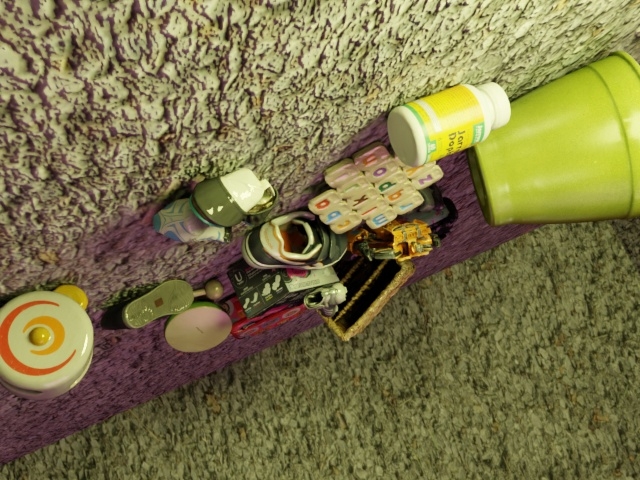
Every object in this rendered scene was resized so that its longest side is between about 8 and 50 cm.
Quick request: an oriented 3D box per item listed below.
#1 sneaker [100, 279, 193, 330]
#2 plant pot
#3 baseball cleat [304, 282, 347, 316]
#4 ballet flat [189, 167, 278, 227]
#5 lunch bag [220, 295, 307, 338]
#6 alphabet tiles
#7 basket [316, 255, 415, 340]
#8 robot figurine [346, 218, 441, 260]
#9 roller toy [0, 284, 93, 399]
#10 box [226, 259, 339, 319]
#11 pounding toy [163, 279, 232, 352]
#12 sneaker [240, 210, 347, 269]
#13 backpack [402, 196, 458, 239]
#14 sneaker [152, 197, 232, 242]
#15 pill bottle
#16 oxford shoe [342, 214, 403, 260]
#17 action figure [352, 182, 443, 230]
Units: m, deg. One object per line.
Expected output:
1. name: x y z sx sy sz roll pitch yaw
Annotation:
1. sneaker: -0.412 0.152 1.729 0.118 0.083 0.222 -12 -175 38
2. plant pot: 0.511 -0.183 1.587 0.353 0.366 0.366 -15 168 7
3. baseball cleat: 0.002 0.159 1.926 0.109 0.072 0.206 -9 159 -17
4. ballet flat: -0.141 -0.081 1.272 0.096 0.095 0.280 -38 175 10
5. lunch bag: -0.162 0.190 2.239 0.293 0.120 0.258 -26 163 -5
6. alphabet tiles: 0.121 -0.114 1.574 0.278 0.021 0.284 -30 149 13
7. basket: 0.112 0.121 2.172 0.299 0.213 0.223 -49 168 9
8. robot figurine: 0.166 -0.008 1.838 0.211 0.085 0.291 -14 -168 -26
9. roller toy: -0.531 0.198 1.386 0.209 0.191 0.146 -19 165 -25
10. box: -0.095 0.093 1.903 0.163 0.142 0.247 -34 167 29
11. pounding toy: -0.342 0.187 1.964 0.183 0.110 0.237 -11 135 -13
12. sneaker: -0.025 0.001 1.705 0.321 0.126 0.127 -9 165 -46
13. backpack: 0.300 -0.052 2.134 0.182 0.115 0.152 -22 155 -10
14. sneaker: -0.224 -0.035 1.323 0.086 0.085 0.237 -1 177 16
15. pill bottle: 0.240 -0.221 1.345 0.208 0.117 0.117 -22 167 -16
16. oxford shoe: 0.142 -0.026 2.086 0.212 0.076 0.076 -32 -164 16
17. action figure: 0.168 -0.097 1.765 0.285 0.099 0.185 -6 165 -45
